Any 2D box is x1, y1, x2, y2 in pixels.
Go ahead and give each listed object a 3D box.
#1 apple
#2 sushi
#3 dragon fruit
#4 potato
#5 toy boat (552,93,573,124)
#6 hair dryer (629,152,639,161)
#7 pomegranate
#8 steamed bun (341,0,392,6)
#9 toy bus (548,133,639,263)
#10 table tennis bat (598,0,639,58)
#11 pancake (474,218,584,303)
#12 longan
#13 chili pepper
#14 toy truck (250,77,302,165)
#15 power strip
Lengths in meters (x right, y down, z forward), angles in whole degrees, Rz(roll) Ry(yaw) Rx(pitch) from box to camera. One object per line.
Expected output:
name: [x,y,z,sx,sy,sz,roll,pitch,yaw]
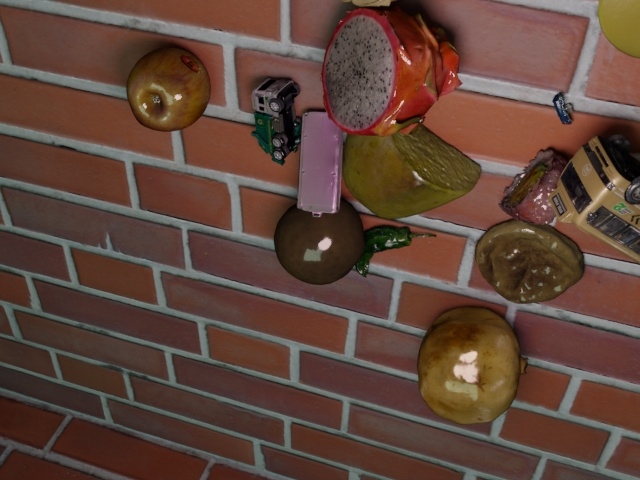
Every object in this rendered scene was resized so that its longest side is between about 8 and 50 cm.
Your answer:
apple: [-0.389,-0.388,1.960,0.211,0.188,0.211,10,130,12]
sushi: [0.517,-0.098,1.833,0.107,0.161,0.241,31,134,-7]
dragon fruit: [0.168,-0.369,1.695,0.305,0.225,0.306,11,104,53]
potato: [0.177,-0.148,1.906,0.330,0.213,0.280,37,133,-8]
toy boat: [0.556,-0.298,1.731,0.038,0.038,0.083,-13,123,32]
hair dryer: [0.709,-0.131,1.812,0.154,0.044,0.183,0,134,26]
pomegranate: [0.430,0.356,2.172,0.332,0.333,0.333,12,133,14]
steamed bun: [0.101,-0.583,1.613,0.192,0.106,0.178,7,103,31]
toy bus: [0.695,-0.072,1.688,0.365,0.177,0.202,25,126,-27]
table tennis bat: [0.703,-0.505,1.474,0.224,0.054,0.369,32,139,-4]
pancake: [0.556,0.061,2.037,0.294,0.049,0.295,11,132,13]
longan: [0.000,0.000,2.091,0.258,0.258,0.258,12,133,14]
chili pepper: [0.182,0.016,2.153,0.122,0.065,0.278,40,136,-25]
toy truck: [-0.120,-0.311,1.968,0.116,0.110,0.216,18,136,24]
power strip: [0.000,-0.201,1.961,0.109,0.037,0.279,5,97,19]
